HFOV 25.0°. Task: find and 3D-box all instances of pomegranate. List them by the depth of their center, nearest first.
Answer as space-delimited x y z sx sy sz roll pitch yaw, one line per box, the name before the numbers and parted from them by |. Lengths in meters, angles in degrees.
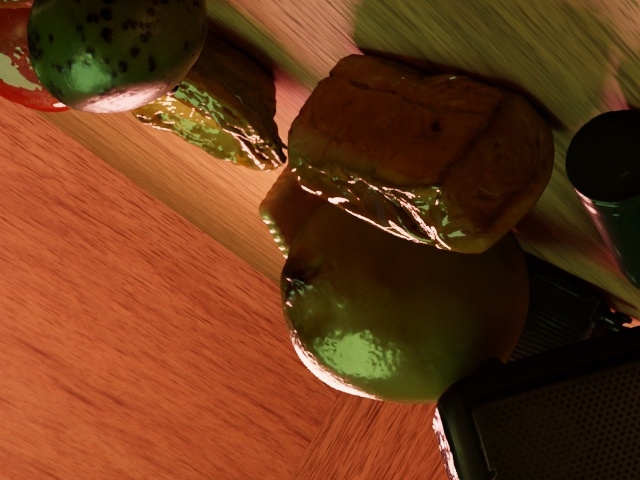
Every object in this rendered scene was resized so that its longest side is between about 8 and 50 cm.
pomegranate | -0.243 -0.260 1.611 0.263 0.211 0.211 54 162 -27

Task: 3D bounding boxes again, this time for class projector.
projector | 0.345 0.225 1.627 0.395 0.405 0.242 72 -178 -77

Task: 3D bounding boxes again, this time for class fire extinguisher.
fire extinguisher | 0.320 -0.019 1.368 0.311 0.114 0.095 47 -159 -58

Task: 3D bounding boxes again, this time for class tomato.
tomato | -0.408 -0.288 2.052 0.232 0.189 0.232 33 172 6

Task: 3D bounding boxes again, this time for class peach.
peach | 0.104 0.070 1.862 0.314 0.281 0.315 47 -142 15

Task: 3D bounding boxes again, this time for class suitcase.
suitcase | 0.268 0.128 2.041 0.312 0.202 0.128 27 171 25

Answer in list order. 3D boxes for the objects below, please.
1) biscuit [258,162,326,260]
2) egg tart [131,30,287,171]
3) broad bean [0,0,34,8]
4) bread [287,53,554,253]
biscuit | -0.001 0.000 1.984 0.030 0.160 0.250 -1 133 35
egg tart | -0.155 -0.199 1.910 0.294 0.123 0.294 27 171 5
broad bean | -0.412 -0.373 1.798 0.228 0.156 0.122 22 -149 17
bread | 0.093 -0.089 1.486 0.132 0.167 0.294 37 170 -36
